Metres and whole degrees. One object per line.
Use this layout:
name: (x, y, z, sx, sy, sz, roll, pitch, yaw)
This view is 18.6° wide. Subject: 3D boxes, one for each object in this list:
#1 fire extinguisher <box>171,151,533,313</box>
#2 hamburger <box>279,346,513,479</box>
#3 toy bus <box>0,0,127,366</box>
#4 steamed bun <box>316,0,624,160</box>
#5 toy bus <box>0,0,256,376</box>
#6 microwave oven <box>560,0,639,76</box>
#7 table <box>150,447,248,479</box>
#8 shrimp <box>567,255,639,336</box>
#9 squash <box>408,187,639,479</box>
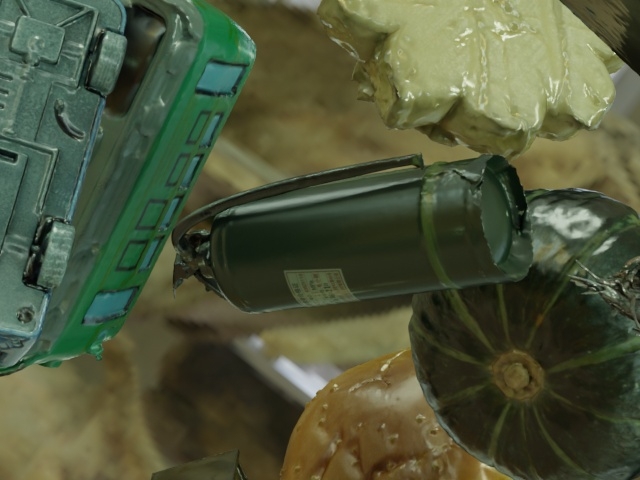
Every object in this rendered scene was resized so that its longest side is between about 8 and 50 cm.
fire extinguisher: (0.000, 0.000, 1.395, 0.294, 0.093, 0.118, -8, -38, 28)
hamburger: (0.089, 0.258, 2.078, 0.170, 0.290, 0.314, 36, 43, -41)
toy bus: (-0.210, -0.049, 1.275, 0.113, 0.246, 0.134, 16, -23, -10)
steamed bun: (0.133, -0.191, 1.774, 0.292, 0.295, 0.137, 36, -25, 1)
toy bus: (-0.201, -0.068, 1.590, 0.183, 0.344, 0.199, 31, 10, 21)
microwave oven: (0.139, -0.283, 0.929, 0.432, 0.236, 0.374, 41, -1, -17)
table: (-0.100, 0.246, 1.733, 0.070, 0.083, 0.082, -86, 157, -67)
shrimp: (0.242, 0.040, 1.341, 0.165, 0.057, 0.065, 9, -23, -29)
squash: (0.193, 0.080, 1.584, 0.252, 0.252, 0.165, 39, 34, 17)
